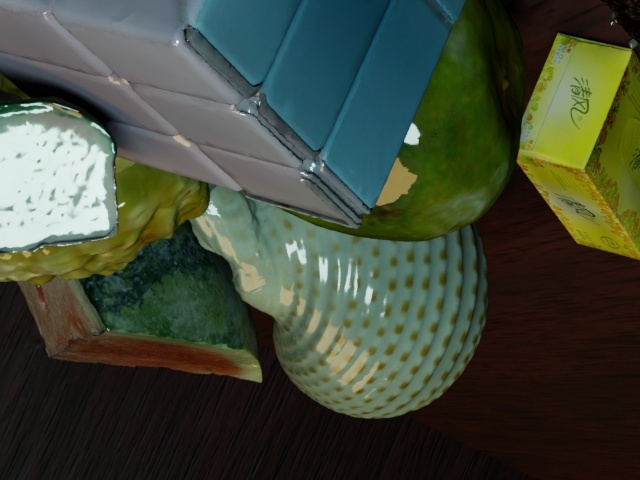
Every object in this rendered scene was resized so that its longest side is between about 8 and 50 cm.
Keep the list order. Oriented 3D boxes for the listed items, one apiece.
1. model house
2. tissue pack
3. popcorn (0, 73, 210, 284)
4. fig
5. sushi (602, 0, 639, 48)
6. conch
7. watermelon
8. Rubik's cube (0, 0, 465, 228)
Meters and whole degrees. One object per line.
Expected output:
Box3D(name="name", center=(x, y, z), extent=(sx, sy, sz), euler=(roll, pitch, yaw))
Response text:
Box3D(name="model house", center=(-0.167, -0.047, 1.036), extent=(0.100, 0.088, 0.100), euler=(-5, -163, -6))
Box3D(name="tissue pack", center=(0.203, -0.063, 1.284), extent=(0.062, 0.095, 0.176), euler=(18, 166, 29))
Box3D(name="popcorn", center=(-0.218, -0.106, 1.412), extent=(0.279, 0.274, 0.335), euler=(50, -177, -14))
Box3D(name="fig", center=(-0.006, -0.088, 1.192), extent=(0.275, 0.206, 0.206), euler=(-8, 156, 20))
Box3D(name="sushi", center=(0.182, -0.156, 0.938), extent=(0.078, 0.090, 0.150), euler=(24, 166, 46))
Box3D(name="conch", center=(0.015, -0.007, 1.597), extent=(0.303, 0.215, 0.319), euler=(52, 175, 46))
Box3D(name="watermelon", center=(-0.167, 0.037, 1.619), extent=(0.260, 0.176, 0.256), euler=(1, -146, -21))
Box3D(name="Rubik's cube", center=(-0.064, -0.172, 1.002), extent=(0.221, 0.231, 0.224), euler=(16, 167, 34))
